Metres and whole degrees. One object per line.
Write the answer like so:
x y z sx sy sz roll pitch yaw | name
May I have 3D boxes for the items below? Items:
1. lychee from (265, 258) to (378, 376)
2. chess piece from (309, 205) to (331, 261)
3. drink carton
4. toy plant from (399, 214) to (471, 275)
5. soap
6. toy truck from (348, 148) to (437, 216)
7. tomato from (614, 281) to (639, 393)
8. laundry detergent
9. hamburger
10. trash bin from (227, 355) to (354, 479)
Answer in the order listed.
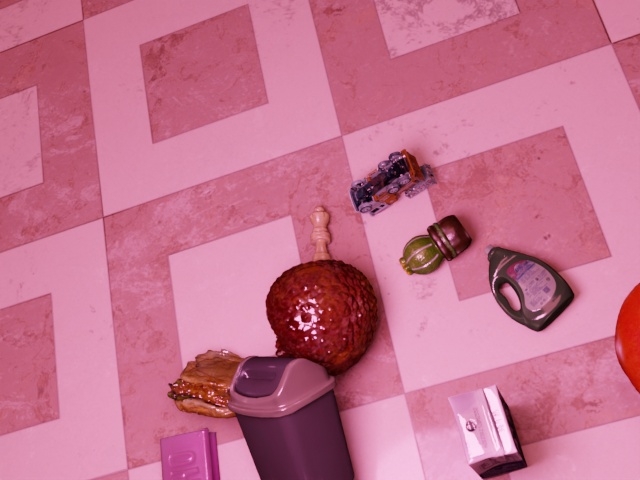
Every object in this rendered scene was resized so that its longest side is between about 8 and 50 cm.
0.003 0.160 1.877 0.261 0.260 0.260 -7 67 16 | lychee
-0.001 0.000 2.054 0.060 0.060 0.171 -10 63 15 | chess piece
0.323 0.373 1.694 0.102 0.222 0.134 -17 64 12 | drink carton
0.249 0.017 1.941 0.162 0.093 0.092 -36 62 6 | toy plant
-0.284 0.525 1.927 0.122 0.065 0.203 -15 64 12 | soap
0.162 -0.124 2.021 0.178 0.115 0.080 -33 60 29 | toy truck
0.711 0.195 1.612 0.290 0.293 0.325 -48 67 12 | tomato
0.422 0.089 1.868 0.137 0.063 0.211 -48 62 3 | laundry detergent
-0.218 0.331 1.921 0.183 0.206 0.129 7 107 22 | hamburger
-0.059 0.372 1.771 0.210 0.182 0.290 -6 103 49 | trash bin
